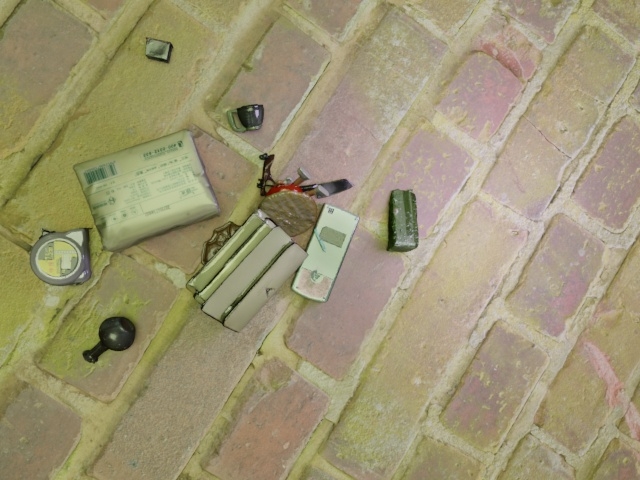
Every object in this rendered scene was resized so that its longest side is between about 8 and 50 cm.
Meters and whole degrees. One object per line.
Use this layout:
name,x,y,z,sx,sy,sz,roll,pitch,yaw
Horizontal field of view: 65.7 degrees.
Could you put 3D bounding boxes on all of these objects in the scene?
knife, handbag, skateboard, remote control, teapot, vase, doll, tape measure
knife,0.012,-0.183,1.785,0.231,0.028,0.059,-11,103,-12
handbag,-0.228,0.111,1.636,0.358,0.160,0.236,-48,139,-4
skateboard,-0.180,-0.229,1.739,0.080,0.067,0.151,7,93,-19
remote control,0.016,0.046,1.763,0.145,0.050,0.343,23,86,-8
teapot,-0.251,-0.424,1.725,0.092,0.124,0.090,-26,114,-49
vase,-0.695,0.332,1.619,0.183,0.120,0.120,-41,95,6
knife,0.000,0.000,1.734,0.014,0.005,0.091,-24,93,-7
doll,-0.101,-0.150,1.712,0.217,0.085,0.183,-34,131,18
tape measure,-0.836,0.051,1.604,0.179,0.105,0.195,3,90,-16

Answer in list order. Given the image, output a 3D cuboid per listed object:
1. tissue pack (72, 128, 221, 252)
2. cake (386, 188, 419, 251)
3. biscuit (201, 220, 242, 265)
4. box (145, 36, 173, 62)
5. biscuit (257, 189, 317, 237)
tissue pack,-0.544,-0.155,1.597,0.381,0.207,0.296,-19,90,-9
cake,0.297,-0.069,1.822,0.100,0.099,0.235,4,68,-8
biscuit,-0.303,0.023,1.720,0.182,0.034,0.215,33,84,-8
box,-0.550,-0.645,1.683,0.085,0.060,0.063,11,95,-9
biscuit,-0.112,-0.088,1.686,0.220,0.219,0.033,-3,46,-9
